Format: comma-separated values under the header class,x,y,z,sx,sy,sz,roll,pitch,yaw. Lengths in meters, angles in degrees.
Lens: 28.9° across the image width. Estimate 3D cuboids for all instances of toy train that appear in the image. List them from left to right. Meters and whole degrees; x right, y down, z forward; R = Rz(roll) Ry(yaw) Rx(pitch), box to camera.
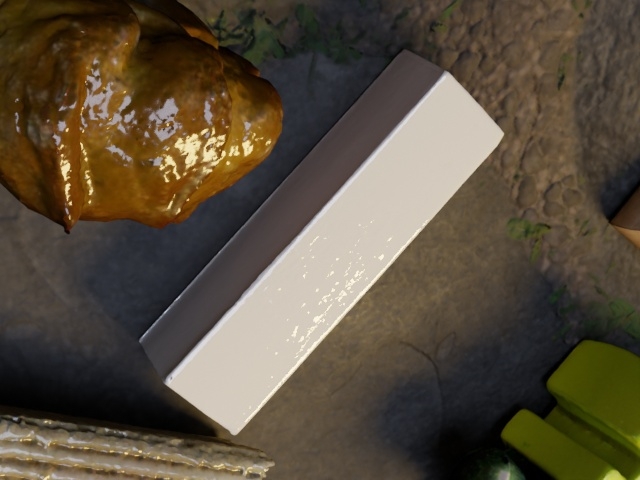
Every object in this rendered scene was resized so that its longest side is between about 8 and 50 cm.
class,x,y,z,sx,sy,sz,roll,pitch,yaw
toy train,0.298,0.284,1.116,0.272,0.179,0.442,-47,120,-7

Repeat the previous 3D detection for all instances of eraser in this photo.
class,x,y,z,sx,sy,sz,roll,pitch,yaw
eraser,-0.001,0.000,0.916,0.298,0.076,0.078,-48,120,1

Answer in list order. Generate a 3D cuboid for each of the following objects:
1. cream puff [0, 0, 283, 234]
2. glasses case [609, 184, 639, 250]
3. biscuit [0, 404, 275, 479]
class,x,y,z,sx,sy,sz,roll,pitch,yaw
cream puff,-0.155,-0.100,0.737,0.269,0.241,0.154,18,98,1
glasses case,0.351,0.005,1.074,0.193,0.070,0.102,38,92,-31
biscuit,-0.151,0.161,0.900,0.239,0.108,0.061,15,83,-27
